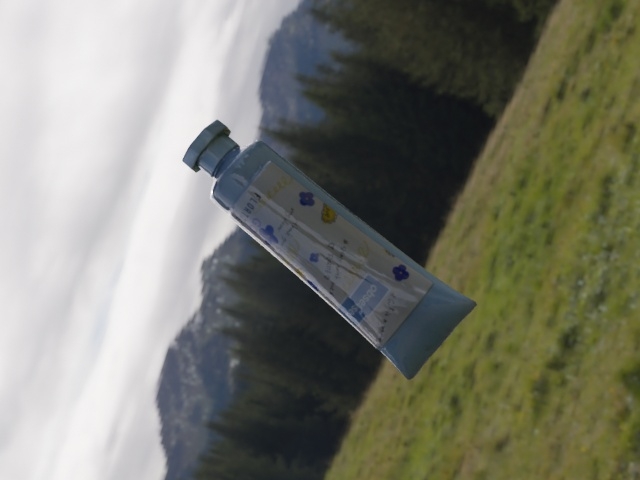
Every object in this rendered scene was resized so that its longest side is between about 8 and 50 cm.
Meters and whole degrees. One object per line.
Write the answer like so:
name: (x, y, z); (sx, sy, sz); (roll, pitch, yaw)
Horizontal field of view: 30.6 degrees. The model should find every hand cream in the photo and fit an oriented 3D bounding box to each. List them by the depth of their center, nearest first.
hand cream: (0.000, 0.000, 0.625); (0.065, 0.170, 0.043); (-54, -6, 34)
